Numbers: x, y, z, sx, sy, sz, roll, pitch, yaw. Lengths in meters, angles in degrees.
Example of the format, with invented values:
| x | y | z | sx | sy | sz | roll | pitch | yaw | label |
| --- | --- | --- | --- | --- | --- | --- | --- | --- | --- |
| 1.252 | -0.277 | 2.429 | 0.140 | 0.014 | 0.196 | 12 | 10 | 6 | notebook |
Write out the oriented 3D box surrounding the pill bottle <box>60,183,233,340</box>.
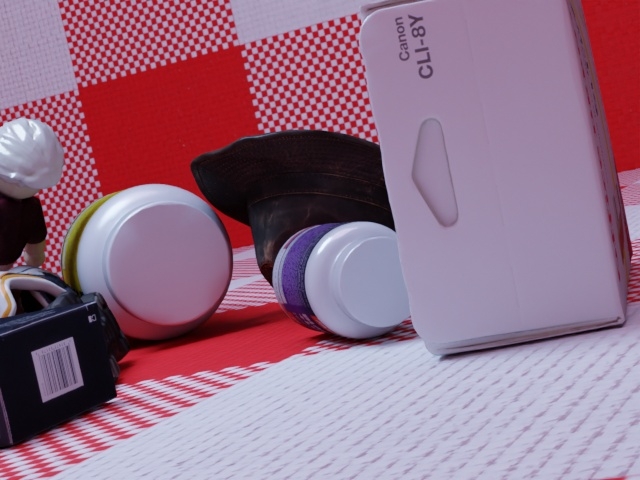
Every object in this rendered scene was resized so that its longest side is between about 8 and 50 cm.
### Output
| x | y | z | sx | sy | sz | roll | pitch | yaw | label |
| --- | --- | --- | --- | --- | --- | --- | --- | --- | --- |
| -0.214 | 0.026 | 1.691 | 0.188 | 0.187 | 0.334 | -13 | 3 | -15 | pill bottle |

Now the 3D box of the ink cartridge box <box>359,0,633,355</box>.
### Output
| x | y | z | sx | sy | sz | roll | pitch | yaw | label |
| --- | --- | --- | --- | --- | --- | --- | --- | --- | --- |
| 0.168 | -0.075 | 1.195 | 0.161 | 0.279 | 0.385 | -11 | 4 | 15 | ink cartridge box |

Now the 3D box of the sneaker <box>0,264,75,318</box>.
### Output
| x | y | z | sx | sy | sz | roll | pitch | yaw | label |
| --- | --- | --- | --- | --- | --- | --- | --- | --- | --- |
| -0.339 | 0.096 | 1.576 | 0.128 | 0.126 | 0.321 | 17 | 0 | 16 | sneaker |

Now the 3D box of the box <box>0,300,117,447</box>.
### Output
| x | y | z | sx | sy | sz | roll | pitch | yaw | label |
| --- | --- | --- | --- | --- | --- | --- | --- | --- | --- |
| -0.286 | 0.120 | 1.174 | 0.158 | 0.093 | 0.156 | -10 | 4 | 26 | box |

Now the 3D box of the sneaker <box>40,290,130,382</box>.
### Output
| x | y | z | sx | sy | sz | roll | pitch | yaw | label |
| --- | --- | --- | --- | --- | --- | --- | --- | --- | --- |
| -0.259 | 0.114 | 1.374 | 0.106 | 0.101 | 0.267 | -27 | -2 | -2 | sneaker |

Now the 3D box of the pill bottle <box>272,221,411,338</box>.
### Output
| x | y | z | sx | sy | sz | roll | pitch | yaw | label |
| --- | --- | --- | --- | --- | --- | --- | --- | --- | --- |
| 0.028 | 0.036 | 1.278 | 0.108 | 0.108 | 0.193 | -13 | 3 | -15 | pill bottle |

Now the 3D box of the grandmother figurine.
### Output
| x | y | z | sx | sy | sz | roll | pitch | yaw | label |
| --- | --- | --- | --- | --- | --- | --- | --- | --- | --- |
| -0.403 | 0.009 | 1.652 | 0.104 | 0.342 | 0.208 | 30 | 19 | 9 | grandmother figurine |

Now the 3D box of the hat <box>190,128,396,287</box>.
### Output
| x | y | z | sx | sy | sz | roll | pitch | yaw | label |
| --- | --- | --- | --- | --- | --- | --- | --- | --- | --- |
| 0.000 | 0.000 | 1.555 | 0.332 | 0.133 | 0.331 | 8 | -19 | 3 | hat |
